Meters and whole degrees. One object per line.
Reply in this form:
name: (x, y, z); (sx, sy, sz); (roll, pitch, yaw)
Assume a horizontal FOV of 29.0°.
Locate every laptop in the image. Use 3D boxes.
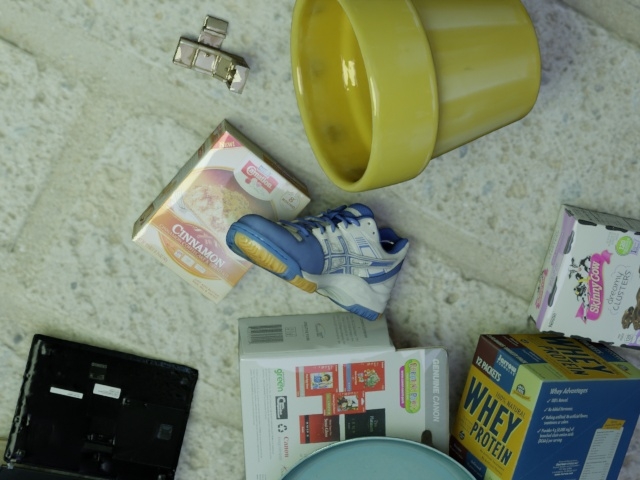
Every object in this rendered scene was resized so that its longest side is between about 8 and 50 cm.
laptop: (-0.320, 0.275, 1.669); (0.234, 0.136, 0.264); (15, 82, -26)

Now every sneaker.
sneaker: (0.000, 0.000, 1.546); (0.296, 0.112, 0.131); (25, 93, -52)

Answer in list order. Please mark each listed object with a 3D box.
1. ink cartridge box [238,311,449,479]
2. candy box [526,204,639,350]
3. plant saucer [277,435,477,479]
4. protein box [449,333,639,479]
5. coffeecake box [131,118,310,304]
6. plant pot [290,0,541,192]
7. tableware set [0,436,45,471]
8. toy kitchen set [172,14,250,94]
ink cartridge box: (0.031, 0.261, 1.666); (0.271, 0.130, 0.310); (-3, 110, -4)
candy box: (0.399, 0.055, 1.666); (0.196, 0.070, 0.165); (11, 108, -11)
plant saucer: (0.073, 0.387, 1.612); (0.317, 0.044, 0.318); (0, 111, 1)
protein box: (0.301, 0.243, 1.655); (0.199, 0.136, 0.201); (2, 111, -32)
coffeecake box: (-0.127, -0.036, 1.576); (0.142, 0.068, 0.185); (39, 101, -17)
plant pot: (0.118, -0.202, 1.463); (0.239, 0.254, 0.254); (-14, 111, -18)
tableware set: (-0.449, 0.346, 1.692); (0.128, 0.039, 0.194); (7, 114, -23)
toy kitchen set: (-0.128, -0.229, 1.502); (0.083, 0.075, 0.068); (16, 106, -16)
